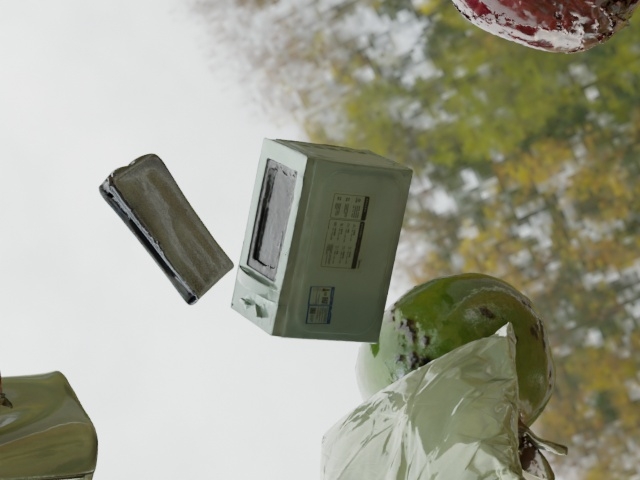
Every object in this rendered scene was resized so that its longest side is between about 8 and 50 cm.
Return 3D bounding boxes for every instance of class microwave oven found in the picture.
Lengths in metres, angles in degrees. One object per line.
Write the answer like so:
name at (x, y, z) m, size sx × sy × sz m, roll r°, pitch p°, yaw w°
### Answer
microwave oven at (0.000, 0.000, 1.772) m, size 0.162 × 0.122 × 0.208 m, roll 6°, pitch -78°, yaw -30°

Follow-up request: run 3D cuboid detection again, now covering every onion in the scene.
onion at (0.240, -0.313, 1.608) m, size 0.252 × 0.252 × 0.219 m, roll 60°, pitch -176°, yaw -13°

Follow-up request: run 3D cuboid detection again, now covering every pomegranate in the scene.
pomegranate at (0.198, 0.200, 2.190) m, size 0.291 × 0.290 × 0.323 m, roll 51°, pitch -168°, yaw -31°

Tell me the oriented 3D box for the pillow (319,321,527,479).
pillow at (0.100, 0.231, 1.701) m, size 0.076 × 0.280 × 0.274 m, roll 47°, pitch -155°, yaw -21°

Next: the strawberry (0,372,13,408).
strawberry at (-0.482, 0.180, 1.823) m, size 0.175 × 0.236 × 0.107 m, roll -55°, pitch -16°, yaw -35°

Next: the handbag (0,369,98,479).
handbag at (-0.439, 0.228, 1.885) m, size 0.315 × 0.109 × 0.241 m, roll 7°, pitch -160°, yaw -30°

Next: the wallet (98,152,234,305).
wallet at (-0.220, -0.021, 2.251) m, size 0.222 × 0.036 × 0.167 m, roll 54°, pitch -157°, yaw -6°
